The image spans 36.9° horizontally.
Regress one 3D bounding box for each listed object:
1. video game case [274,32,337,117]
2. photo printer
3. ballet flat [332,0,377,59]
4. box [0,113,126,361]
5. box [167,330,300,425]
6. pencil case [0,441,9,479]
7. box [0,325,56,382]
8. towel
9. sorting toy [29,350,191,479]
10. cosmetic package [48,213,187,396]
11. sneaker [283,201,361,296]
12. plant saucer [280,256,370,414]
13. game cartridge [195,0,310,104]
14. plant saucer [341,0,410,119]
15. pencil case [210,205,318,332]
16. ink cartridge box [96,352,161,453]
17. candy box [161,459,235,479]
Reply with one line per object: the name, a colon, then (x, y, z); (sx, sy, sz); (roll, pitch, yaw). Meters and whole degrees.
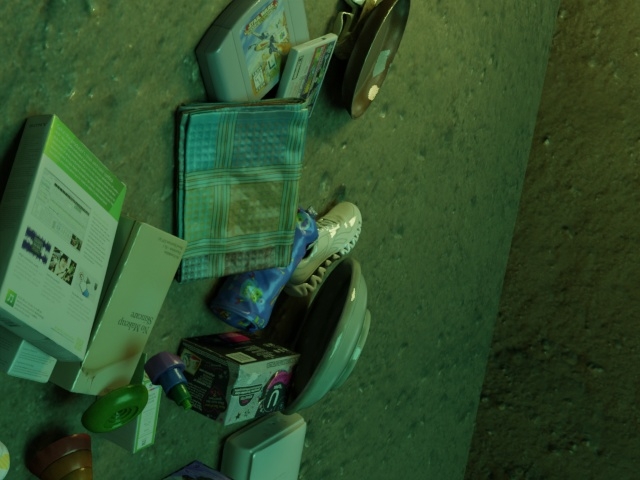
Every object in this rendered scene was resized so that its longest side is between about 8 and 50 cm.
video game case: (-0.042, -0.328, 2.015); (0.183, 0.023, 0.201); (-37, 152, -56)
photo printer: (-0.153, 0.603, 2.390); (0.256, 0.107, 0.308); (-17, 122, -56)
ballet flat: (0.074, -0.505, 2.132); (0.067, 0.073, 0.206); (27, 80, -47)
box: (-0.412, -0.001, 1.493); (0.232, 0.058, 0.322); (55, 40, -56)
box: (-0.182, 0.297, 2.083); (0.247, 0.163, 0.142); (0, 108, -61)
pencil case: (-0.563, 0.275, 1.443); (0.113, 0.124, 0.273); (-49, 146, -35)
box: (-0.485, 0.165, 1.533); (0.087, 0.101, 0.102); (-68, 153, -7)
towel: (-0.157, -0.097, 1.894); (0.271, 0.040, 0.370); (-9, 119, -28)
sorting toy: (-0.353, 0.351, 1.685); (0.365, 0.126, 0.127); (-42, 156, 16)
cosmetic package: (-0.371, 0.111, 1.690); (0.160, 0.113, 0.309); (28, 82, -63)
sneaker: (0.000, 0.000, 2.291); (0.292, 0.110, 0.118); (-52, 138, -31)
plant saucer: (0.027, 0.237, 2.253); (0.400, 0.100, 0.400); (-61, -169, 21)
game cartridge: (-0.123, -0.388, 1.874); (0.297, 0.062, 0.198); (-51, 150, -32)
plant saucer: (0.121, -0.429, 2.202); (0.311, 0.050, 0.310); (-62, 171, -17)
pencil case: (-0.114, 0.057, 2.090); (0.306, 0.133, 0.119); (-59, 179, -19)
ink cartridge box: (-0.362, 0.284, 1.817); (0.062, 0.109, 0.209); (-18, 122, -56)
candy box: (-0.275, 0.576, 2.097); (0.196, 0.164, 0.070); (-18, 122, -56)
